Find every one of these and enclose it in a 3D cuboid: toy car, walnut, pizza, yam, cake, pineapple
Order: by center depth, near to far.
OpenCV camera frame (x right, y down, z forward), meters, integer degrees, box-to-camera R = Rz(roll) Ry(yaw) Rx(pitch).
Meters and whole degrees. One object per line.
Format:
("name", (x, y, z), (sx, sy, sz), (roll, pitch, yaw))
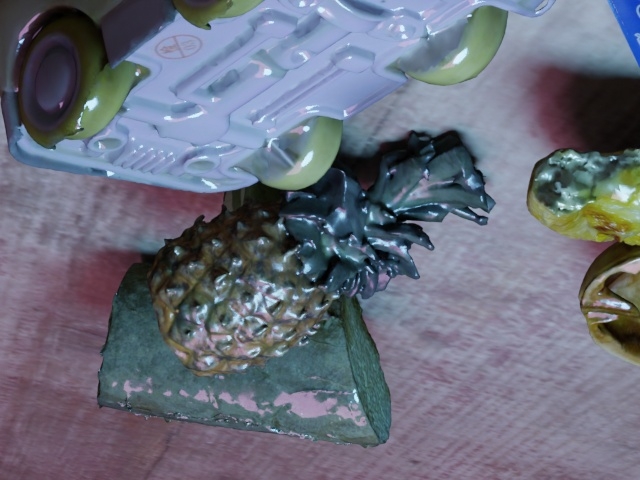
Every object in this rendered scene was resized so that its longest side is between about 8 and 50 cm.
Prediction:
("toy car", (-0.048, -0.184, 1.219), (0.242, 0.226, 0.336), (9, 148, -42))
("pizza", (0.299, -0.031, 1.435), (0.288, 0.075, 0.280), (-2, 176, 28))
("pineapple", (0.000, 0.000, 1.634), (0.310, 0.141, 0.170), (-27, 126, 15))
("walnut", (0.332, 0.042, 1.666), (0.211, 0.087, 0.167), (10, 138, 0))
("cake", (-0.033, -0.029, 1.767), (0.051, 0.055, 0.140), (-19, 159, 40))
("yam", (-0.075, 0.115, 1.941), (0.304, 0.168, 0.168), (6, 157, 12))

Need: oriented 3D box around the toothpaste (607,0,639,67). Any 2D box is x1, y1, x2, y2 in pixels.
("toothpaste", (0.248, -0.148, 1.310), (0.066, 0.053, 0.272), (0, 155, 25))
